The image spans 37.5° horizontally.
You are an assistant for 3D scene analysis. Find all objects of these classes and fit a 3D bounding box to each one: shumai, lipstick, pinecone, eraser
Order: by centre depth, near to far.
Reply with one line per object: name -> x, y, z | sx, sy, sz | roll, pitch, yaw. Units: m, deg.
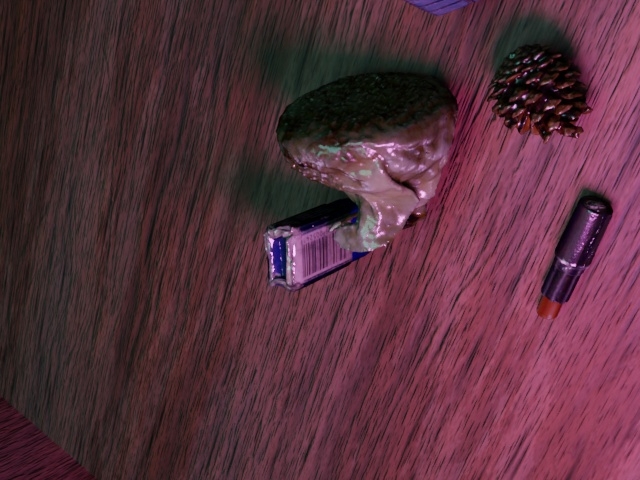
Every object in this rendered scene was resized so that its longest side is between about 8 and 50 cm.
pinecone -> 0.438, -0.289, 1.888 | 0.179, 0.184, 0.204 | -39, 106, 15
lipstick -> 0.529, 0.044, 1.991 | 0.081, 0.081, 0.299 | 32, 125, 24
shumai -> 0.129, -0.171, 2.096 | 0.395, 0.395, 0.348 | 10, 132, 34
eraser -> 0.000, 0.000, 2.202 | 0.102, 0.332, 0.154 | 11, 112, 34

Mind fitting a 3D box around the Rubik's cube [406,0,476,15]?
Rubik's cube -> 0.279, -0.637, 1.726 | 0.337, 0.344, 0.343 | -16, 94, 21
